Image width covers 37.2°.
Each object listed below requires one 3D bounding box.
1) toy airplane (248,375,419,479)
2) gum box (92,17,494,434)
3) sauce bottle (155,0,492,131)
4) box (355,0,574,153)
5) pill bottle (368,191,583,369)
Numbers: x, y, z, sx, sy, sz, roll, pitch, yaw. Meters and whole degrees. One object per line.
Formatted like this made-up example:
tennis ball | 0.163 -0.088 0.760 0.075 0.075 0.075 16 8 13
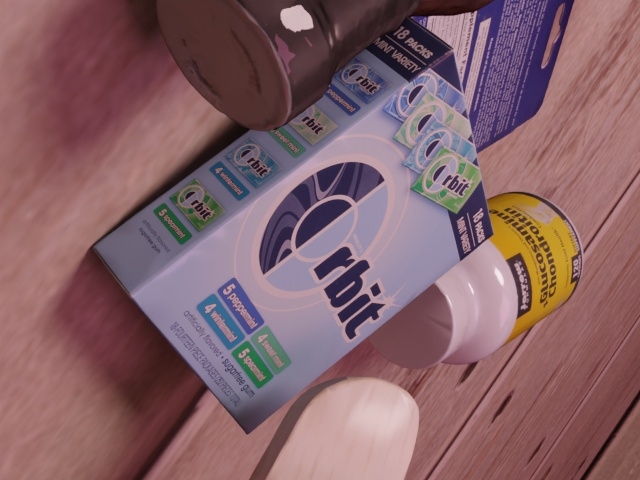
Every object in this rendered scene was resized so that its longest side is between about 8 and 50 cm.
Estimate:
toy airplane | -0.054 0.298 0.423 0.384 0.272 0.386 -21 106 -35
gum box | 0.000 0.000 0.489 0.184 0.041 0.157 -38 144 -10
sauce bottle | 0.077 -0.172 0.414 0.344 0.111 0.111 -45 151 -26
box | 0.077 -0.100 0.570 0.225 0.036 0.136 -31 143 -37
pill bottle | 0.111 0.029 0.693 0.184 0.103 0.103 -21 136 -50
